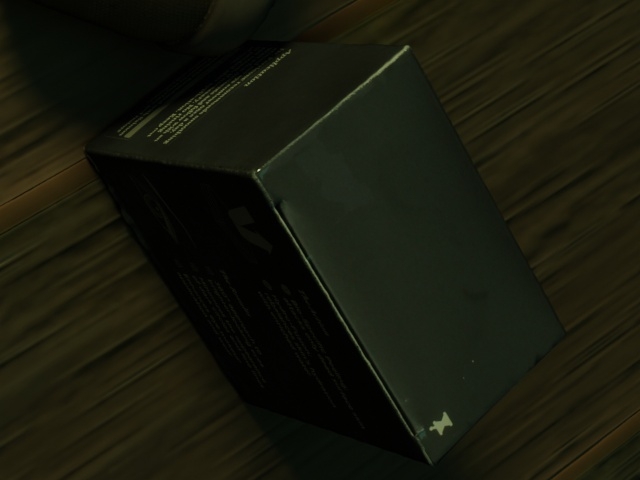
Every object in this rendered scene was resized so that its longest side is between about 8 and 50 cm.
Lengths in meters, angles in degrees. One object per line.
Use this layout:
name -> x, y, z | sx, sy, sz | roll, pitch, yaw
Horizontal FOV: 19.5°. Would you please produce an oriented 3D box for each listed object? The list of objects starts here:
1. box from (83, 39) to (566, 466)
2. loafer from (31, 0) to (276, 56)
box -> 0.000, 0.000, 0.820 | 0.093, 0.158, 0.156 | -41, 116, -21
loafer -> -0.080, -0.257, 0.752 | 0.130, 0.134, 0.366 | -4, 98, -32
